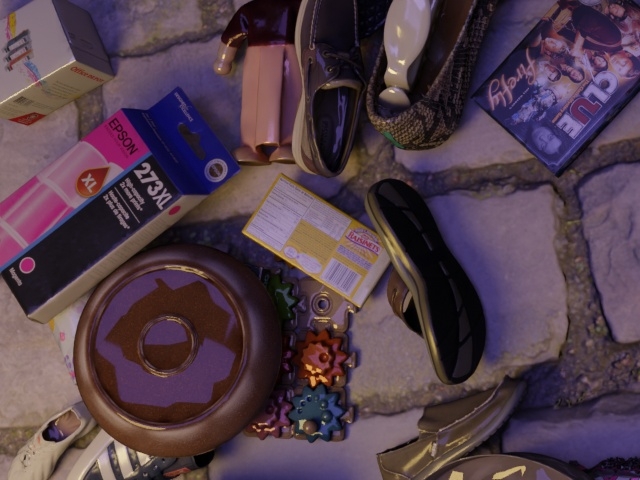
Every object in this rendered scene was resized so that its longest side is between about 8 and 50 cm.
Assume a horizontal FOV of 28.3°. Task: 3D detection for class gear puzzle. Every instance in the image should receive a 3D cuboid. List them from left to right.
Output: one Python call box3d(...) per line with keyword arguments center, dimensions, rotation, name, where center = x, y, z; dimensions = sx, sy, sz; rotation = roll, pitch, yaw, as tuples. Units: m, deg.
box3d(center=(-0.035, 0.123, 1.840), dimensions=(0.175, 0.044, 0.339), rotation=(1, 85, 19), name="gear puzzle")

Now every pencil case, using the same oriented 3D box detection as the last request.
box3d(center=(-0.364, 0.085, 1.923), dimensions=(0.113, 0.124, 0.273), rotation=(-44, 67, 54), name="pencil case")

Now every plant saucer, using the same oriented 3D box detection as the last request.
box3d(center=(-0.211, 0.150, 1.797), dimensions=(0.310, 0.050, 0.311), rotation=(-3, 77, 11), name="plant saucer")

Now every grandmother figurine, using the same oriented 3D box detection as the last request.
box3d(center=(-0.064, -0.285, 1.859), dimensions=(0.207, 0.104, 0.342), rotation=(-1, 88, 10), name="grandmother figurine")

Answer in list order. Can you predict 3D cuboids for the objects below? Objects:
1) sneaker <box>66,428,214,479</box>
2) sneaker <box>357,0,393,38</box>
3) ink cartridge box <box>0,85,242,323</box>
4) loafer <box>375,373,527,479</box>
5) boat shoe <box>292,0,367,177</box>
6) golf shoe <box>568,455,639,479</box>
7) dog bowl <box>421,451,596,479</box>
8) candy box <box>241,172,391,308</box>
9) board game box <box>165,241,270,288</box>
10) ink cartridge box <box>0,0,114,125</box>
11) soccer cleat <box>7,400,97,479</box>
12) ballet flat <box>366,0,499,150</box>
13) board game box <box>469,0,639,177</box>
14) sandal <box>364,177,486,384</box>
box3d(center=(-0.250, 0.325, 1.852), dimensions=(0.148, 0.131, 0.350), rotation=(33, 96, 23), name="sneaker")
box3d(center=(0.078, -0.400, 1.831), dimensions=(0.084, 0.097, 0.235), rotation=(20, 96, -17), name="sneaker")
box3d(center=(-0.312, -0.059, 1.839), dimensions=(0.371, 0.069, 0.176), rotation=(-37, 70, 0), name="ink cartridge box")
box3d(center=(0.173, 0.259, 1.730), dimensions=(0.251, 0.094, 0.087), rotation=(-41, 78, 12), name="loafer")
box3d(center=(0.020, -0.225, 1.758), dimensions=(0.092, 0.103, 0.285), rotation=(29, 115, 58), name="boat shoe")
box3d(center=(0.376, 0.332, 1.673), dimensions=(0.186, 0.067, 0.086), rotation=(-10, 91, 27), name="golf shoe")
box3d(center=(0.261, 0.436, 1.649), dimensions=(0.348, 0.102, 0.349), rotation=(4, 99, 27), name="dog bowl")
box3d(center=(0.000, 0.000, 1.820), dimensions=(0.206, 0.027, 0.105), rotation=(33, 82, 8), name="candy box")
box3d(center=(-0.167, 0.081, 1.879), dimensions=(0.186, 0.026, 0.126), rotation=(14, 90, 32), name="board game box")
box3d(center=(-0.438, -0.280, 1.970), dimensions=(0.176, 0.128, 0.127), rotation=(-26, 78, 14), name="ink cartridge box")
box3d(center=(-0.420, 0.314, 1.941), dimensions=(0.196, 0.076, 0.068), rotation=(-44, 73, 11), name="soccer cleat")
box3d(center=(0.172, -0.362, 1.735), dimensions=(0.164, 0.182, 0.483), rotation=(17, 91, 27), name="ballet flat")
box3d(center=(0.348, -0.230, 1.738), dimensions=(0.165, 0.042, 0.243), rotation=(45, 100, 17), name="board game box")
box3d(center=(0.138, 0.059, 1.765), dimensions=(0.086, 0.120, 0.303), rotation=(-36, 71, 42), name="sandal")
